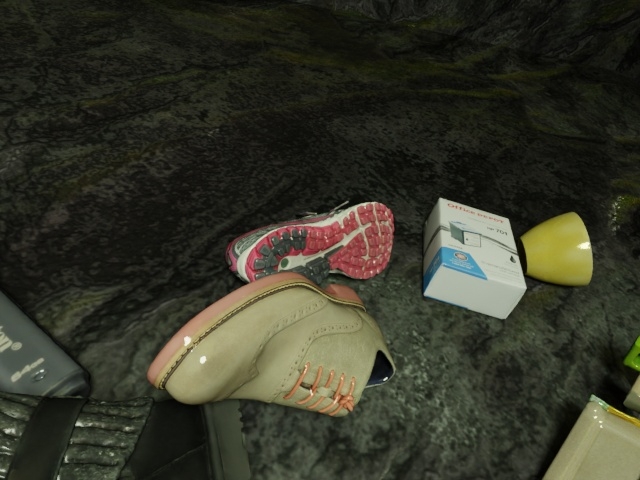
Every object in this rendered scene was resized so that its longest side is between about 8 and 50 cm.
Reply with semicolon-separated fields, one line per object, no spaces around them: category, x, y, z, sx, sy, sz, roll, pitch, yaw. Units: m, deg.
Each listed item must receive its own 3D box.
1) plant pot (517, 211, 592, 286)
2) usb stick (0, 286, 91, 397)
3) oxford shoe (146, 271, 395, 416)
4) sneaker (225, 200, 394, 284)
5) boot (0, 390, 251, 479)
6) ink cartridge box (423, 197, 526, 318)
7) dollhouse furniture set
plant pot;0.413;0.021;0.847;0.095;0.134;0.134;-8;38;11
usb stick;-0.366;0.094;0.518;0.278;0.045;0.077;34;41;18
oxford shoe;-0.010;0.117;0.480;0.130;0.123;0.348;47;20;24
sneaker;0.000;0.000;0.720;0.299;0.121;0.112;-8;14;-39
boot;-0.176;0.253;0.327;0.260;0.131;0.348;7;29;-24
ink cartridge box;0.254;0.025;0.805;0.139;0.082;0.191;16;40;-1
dollhouse furniture set;0.420;0.287;0.570;0.301;0.151;0.197;-39;42;-27
